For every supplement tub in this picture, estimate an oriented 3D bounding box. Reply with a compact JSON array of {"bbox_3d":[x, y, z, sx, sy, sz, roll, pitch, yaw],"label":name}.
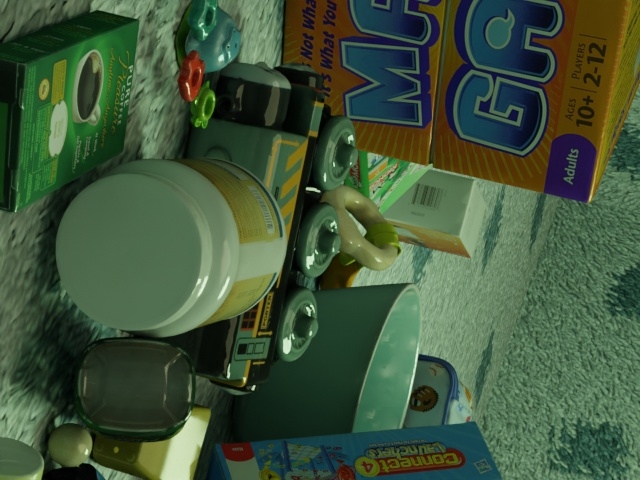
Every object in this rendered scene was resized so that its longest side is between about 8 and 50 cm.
[{"bbox_3d":[-0.121,0.003,1.326,0.200,0.144,0.144,-10,113,-74],"label":"supplement tub"}]

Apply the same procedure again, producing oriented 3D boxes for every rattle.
[{"bbox_3d":[0.000,0.000,2.015,0.200,0.143,0.130,-1,73,-60],"label":"rattle"}]

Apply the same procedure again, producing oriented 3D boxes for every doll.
[{"bbox_3d":[-0.222,0.247,1.368,0.129,0.046,0.189,-5,108,-58],"label":"doll"}]

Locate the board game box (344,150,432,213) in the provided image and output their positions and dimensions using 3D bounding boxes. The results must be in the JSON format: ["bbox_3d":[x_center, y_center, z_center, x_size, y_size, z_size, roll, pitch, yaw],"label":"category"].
[{"bbox_3d":[0.147,-0.191,2.142,0.317,0.046,0.213,-44,151,-27],"label":"board game box"}]

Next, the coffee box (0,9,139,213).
[{"bbox_3d":[-0.192,-0.098,1.172,0.184,0.040,0.113,-44,146,-63],"label":"coffee box"}]

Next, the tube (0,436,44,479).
[{"bbox_3d":[-0.264,0.268,1.227,0.070,0.062,0.240,2,112,-31],"label":"tube"}]

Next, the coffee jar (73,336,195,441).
[{"bbox_3d":[-0.154,0.127,1.336,0.184,0.096,0.079,124,-31,-79],"label":"coffee jar"}]

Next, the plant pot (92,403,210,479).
[{"bbox_3d":[-0.164,0.180,1.476,0.083,0.082,0.081,24,80,-63],"label":"plant pot"}]

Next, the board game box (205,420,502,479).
[{"bbox_3d":[0.011,0.343,1.768,0.086,0.302,0.308,-113,-152,-44],"label":"board game box"}]

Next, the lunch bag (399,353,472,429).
[{"bbox_3d":[0.058,0.292,2.109,0.115,0.243,0.303,55,47,-58],"label":"lunch bag"}]

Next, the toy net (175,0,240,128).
[{"bbox_3d":[-0.115,-0.203,1.366,0.232,0.045,0.122,78,31,-56],"label":"toy net"}]

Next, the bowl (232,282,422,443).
[{"bbox_3d":[0.001,0.182,1.922,0.311,0.163,0.311,15,90,-76],"label":"bowl"}]

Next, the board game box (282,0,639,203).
[{"bbox_3d":[0.189,-0.312,1.774,0.356,0.356,0.356,-57,156,-52],"label":"board game box"}]

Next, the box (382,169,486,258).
[{"bbox_3d":[0.169,-0.044,2.408,0.170,0.130,0.091,44,60,-73],"label":"box"}]

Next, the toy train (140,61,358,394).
[{"bbox_3d":[-0.070,-0.011,1.549,0.190,0.142,0.333,3,100,-66],"label":"toy train"}]
